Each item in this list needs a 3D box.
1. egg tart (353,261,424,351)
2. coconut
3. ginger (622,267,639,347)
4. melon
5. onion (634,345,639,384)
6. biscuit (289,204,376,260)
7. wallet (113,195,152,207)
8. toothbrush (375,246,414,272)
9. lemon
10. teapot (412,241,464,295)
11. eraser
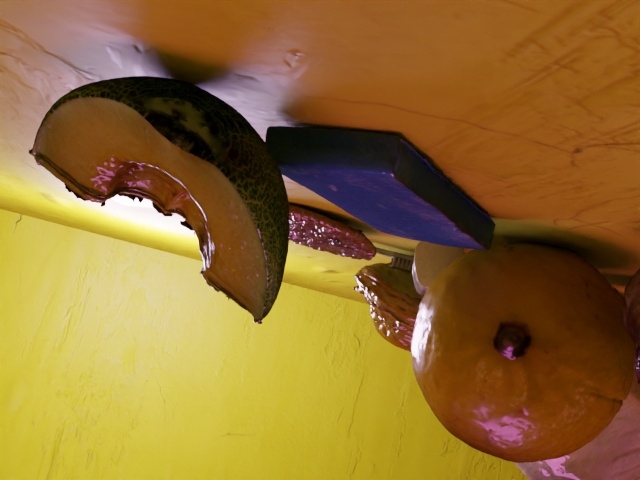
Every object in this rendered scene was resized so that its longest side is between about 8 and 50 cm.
[{"bbox_3d":[0.190,0.130,1.413,0.294,0.123,0.294,11,-167,-3],"label":"egg tart"},{"bbox_3d":[0.553,0.318,1.643,0.415,0.415,0.344,8,161,40],"label":"coconut"},{"bbox_3d":[0.417,0.085,0.764,0.304,0.155,0.244,17,174,-27],"label":"ginger"},{"bbox_3d":[-0.109,-0.073,0.697,0.265,0.129,0.169,37,144,3],"label":"melon"},{"bbox_3d":[0.631,0.236,1.273,0.252,0.219,0.252,18,165,5],"label":"onion"},{"bbox_3d":[-0.010,-0.014,1.263,0.219,0.033,0.220,19,169,4],"label":"biscuit"},{"bbox_3d":[-0.281,-0.083,1.254,0.250,0.044,0.149,10,168,33],"label":"wallet"},{"bbox_3d":[0.001,-0.002,1.383,0.342,0.030,0.025,16,168,-1],"label":"toothbrush"},{"bbox_3d":[0.258,0.138,1.013,0.297,0.297,0.297,14,173,2],"label":"lemon"},{"bbox_3d":[0.195,0.044,1.219,0.107,0.077,0.200,-7,171,4],"label":"teapot"},{"bbox_3d":[0.077,-0.047,0.839,0.144,0.043,0.312,9,172,29],"label":"eraser"}]
